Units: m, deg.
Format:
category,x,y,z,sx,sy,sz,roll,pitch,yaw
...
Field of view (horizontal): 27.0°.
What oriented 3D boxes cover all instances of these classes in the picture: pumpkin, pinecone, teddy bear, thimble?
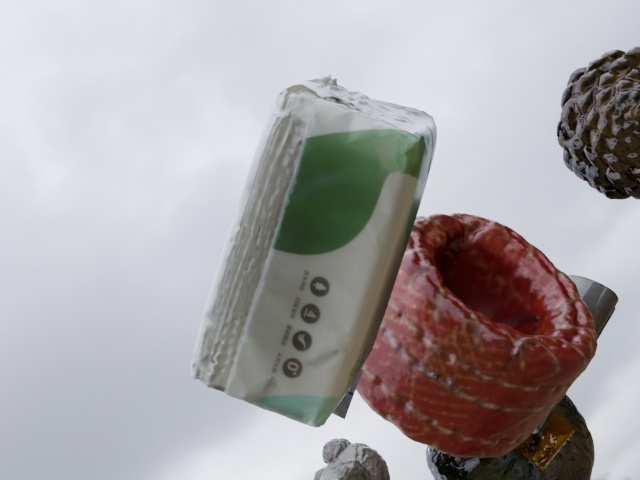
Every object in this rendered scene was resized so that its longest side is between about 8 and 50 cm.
category,x,y,z,sx,sy,sz,roll,pitch,yaw
pumpkin,0.355,0.383,2.471,0.320,0.320,0.192,-34,-14,-32
pinecone,0.483,-0.176,2.114,0.243,0.243,0.257,-38,1,-25
teddy bear,0.046,0.487,2.387,0.267,0.151,0.236,-70,-6,-51
thimble,0.210,0.136,1.972,0.350,0.350,0.230,-19,-36,-50

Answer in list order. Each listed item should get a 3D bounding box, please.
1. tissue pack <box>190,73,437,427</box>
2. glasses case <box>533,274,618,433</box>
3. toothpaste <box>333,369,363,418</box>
category,x,y,z,sx,sy,sz,roll,pitch,yaw
tissue pack,0.001,0.001,1.547,0.266,0.194,0.356,-46,-26,-78
glasses case,0.389,0.187,2.256,0.299,0.114,0.060,-52,-34,-28
toothpaste,-0.046,0.165,1.720,0.043,0.194,0.067,39,-109,-74
